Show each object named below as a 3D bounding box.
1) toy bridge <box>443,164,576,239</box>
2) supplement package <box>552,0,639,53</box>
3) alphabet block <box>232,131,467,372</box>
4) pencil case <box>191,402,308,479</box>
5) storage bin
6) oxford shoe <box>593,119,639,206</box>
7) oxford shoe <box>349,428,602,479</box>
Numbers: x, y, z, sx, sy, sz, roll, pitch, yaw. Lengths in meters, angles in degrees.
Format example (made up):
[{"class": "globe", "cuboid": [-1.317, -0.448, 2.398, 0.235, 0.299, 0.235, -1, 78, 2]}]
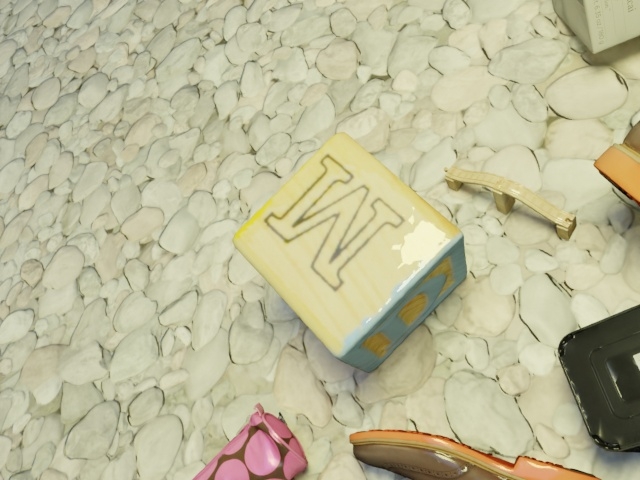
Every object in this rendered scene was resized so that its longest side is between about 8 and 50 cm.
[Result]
[{"class": "toy bridge", "cuboid": [0.241, -0.060, 0.761, 0.188, 0.063, 0.026, 31, 81, 33]}, {"class": "supplement package", "cuboid": [0.454, -0.405, 0.737, 0.292, 0.177, 0.175, -21, 38, 16]}, {"class": "alphabet block", "cuboid": [0.044, 0.023, 0.720, 0.193, 0.192, 0.197, -44, 67, -3]}, {"class": "pencil case", "cuboid": [-0.116, 0.311, 0.731, 0.209, 0.095, 0.098, -45, 90, -3]}, {"class": "storage bin", "cuboid": [0.348, 0.127, 0.568, 0.180, 0.084, 0.122, -33, 54, 32]}, {"class": "oxford shoe", "cuboid": [0.415, -0.016, 0.501, 0.133, 0.130, 0.364, -52, 48, 19]}, {"class": "oxford shoe", "cuboid": [0.151, 0.268, 0.623, 0.271, 0.097, 0.098, 6, 74, 28]}]
